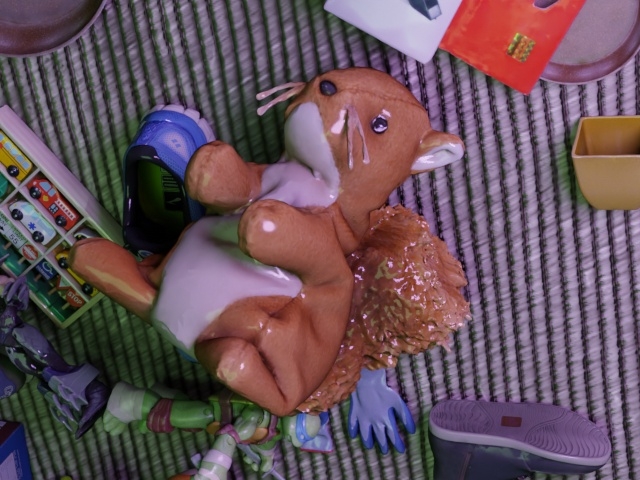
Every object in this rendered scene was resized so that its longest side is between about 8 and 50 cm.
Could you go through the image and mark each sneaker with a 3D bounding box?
[{"bbox_3d":[-0.498,0.168,1.890,0.192,0.086,0.064,20,120,10],"label":"sneaker"},{"bbox_3d":[0.243,0.265,1.685,0.222,0.083,0.118,9,129,17],"label":"sneaker"},{"bbox_3d":[-0.183,0.010,1.663,0.130,0.147,0.330,-2,115,21],"label":"sneaker"}]

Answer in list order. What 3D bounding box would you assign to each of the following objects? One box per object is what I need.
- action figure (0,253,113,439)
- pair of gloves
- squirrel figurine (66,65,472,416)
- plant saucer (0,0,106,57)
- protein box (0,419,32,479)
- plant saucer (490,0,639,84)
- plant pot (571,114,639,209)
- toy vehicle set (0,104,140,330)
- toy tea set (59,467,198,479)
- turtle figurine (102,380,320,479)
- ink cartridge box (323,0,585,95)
[{"bbox_3d":[-0.394,0.133,1.796,0.285,0.099,0.185,42,142,3],"label":"action figure"},{"bbox_3d":[0.022,0.207,1.758,0.198,0.023,0.159,-1,116,25],"label":"pair of gloves"},{"bbox_3d":[0.000,0.000,1.528,0.281,0.397,0.370,31,84,42],"label":"squirrel figurine"},{"bbox_3d":[-0.369,-0.368,1.601,0.311,0.050,0.310,9,118,17],"label":"plant saucer"},{"bbox_3d":[-0.513,0.384,1.935,0.136,0.201,0.199,6,117,18],"label":"protein box"},{"bbox_3d":[0.264,-0.247,1.442,0.169,0.029,0.168,8,116,16],"label":"plant saucer"},{"bbox_3d":[0.320,-0.079,1.479,0.082,0.081,0.083,0,127,20],"label":"plant pot"},{"bbox_3d":[-0.370,-0.026,1.777,0.267,0.035,0.166,47,121,-7],"label":"toy vehicle set"},{"bbox_3d":[-0.245,0.367,1.901,0.336,0.124,0.200,7,152,15],"label":"toy tea set"},{"bbox_3d":[-0.134,0.278,1.742,0.266,0.198,0.274,11,121,26],"label":"turtle figurine"},{"bbox_3d":[0.167,-0.299,1.391,0.239,0.060,0.275,29,122,1],"label":"ink cartridge box"}]
